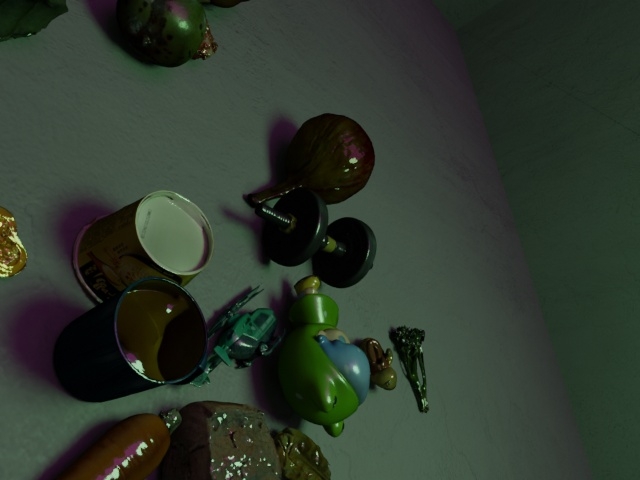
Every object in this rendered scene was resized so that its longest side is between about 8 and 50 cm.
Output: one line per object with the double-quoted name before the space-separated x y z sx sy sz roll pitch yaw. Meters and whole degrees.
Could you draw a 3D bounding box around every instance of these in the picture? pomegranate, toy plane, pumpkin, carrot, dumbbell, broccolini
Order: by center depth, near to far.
"carrot" -0.261 0.266 0.494 0.336 0.069 0.069 -32 96 -52
"pumpkin" -0.356 0.003 0.555 0.050 0.028 0.083 -30 103 -59
"toy plane" -0.125 0.148 0.762 0.096 0.060 0.235 54 31 -4
"pomegranate" -0.251 -0.373 0.829 0.148 0.148 0.169 24 72 -46
"dumbbell" 0.000 0.000 0.953 0.325 0.143 0.143 27 49 -44
"broccolini" 0.218 0.289 1.151 0.058 0.073 0.202 24 51 -68

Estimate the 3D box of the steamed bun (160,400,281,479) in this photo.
"steamed bun" -0.116 0.290 0.637 0.144 0.106 0.175 26 47 -44

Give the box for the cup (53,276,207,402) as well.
"cup" -0.208 0.131 0.580 0.150 0.138 0.113 56 34 -14

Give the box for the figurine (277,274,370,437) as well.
"figurine" -0.002 0.182 0.844 0.263 0.143 0.162 -104 -174 -46

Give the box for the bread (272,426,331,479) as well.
"bread" -0.033 0.331 0.775 0.110 0.060 0.066 49 66 -21

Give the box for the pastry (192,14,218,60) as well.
"pastry" -0.251 -0.409 0.946 0.087 0.063 0.170 -20 91 -48

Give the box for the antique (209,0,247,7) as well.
"antique" -0.223 -0.572 1.002 0.224 0.128 0.278 64 23 6

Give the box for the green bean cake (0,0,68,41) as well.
"green bean cake" -0.434 -0.364 0.598 0.222 0.124 0.227 -11 80 -59

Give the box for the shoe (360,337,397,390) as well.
"shoe" 0.112 0.247 1.023 0.069 0.072 0.109 90 -6 -72

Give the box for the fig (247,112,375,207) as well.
"fig" -0.026 -0.133 1.045 0.290 0.190 0.191 -40 107 -15

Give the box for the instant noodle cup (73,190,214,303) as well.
"instant noodle cup" -0.218 0.011 0.660 0.151 0.122 0.152 35 41 -37
